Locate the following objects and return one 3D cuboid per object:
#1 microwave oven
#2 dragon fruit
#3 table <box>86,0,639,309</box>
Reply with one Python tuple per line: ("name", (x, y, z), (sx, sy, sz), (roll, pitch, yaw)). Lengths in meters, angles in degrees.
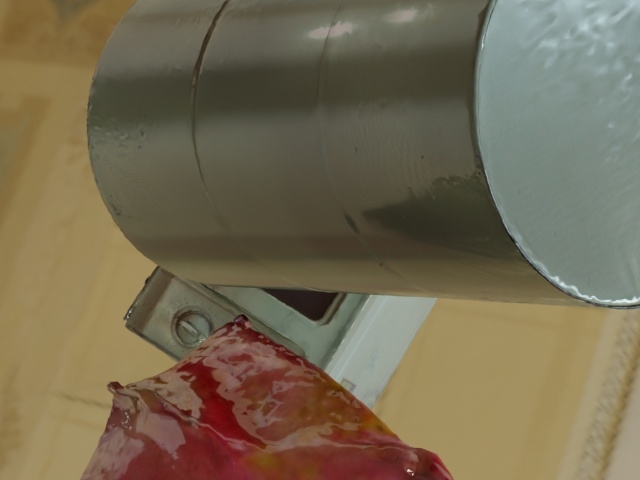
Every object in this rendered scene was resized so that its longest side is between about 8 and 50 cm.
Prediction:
("microwave oven", (0.000, 0.000, 1.073), (0.129, 0.163, 0.205), (31, -94, 16))
("dragon fruit", (-0.002, 0.176, 0.565), (0.161, 0.274, 0.126), (-32, -164, -18))
("table", (0.026, -0.042, 0.643), (0.220, 0.126, 0.126), (2, -112, 54))
